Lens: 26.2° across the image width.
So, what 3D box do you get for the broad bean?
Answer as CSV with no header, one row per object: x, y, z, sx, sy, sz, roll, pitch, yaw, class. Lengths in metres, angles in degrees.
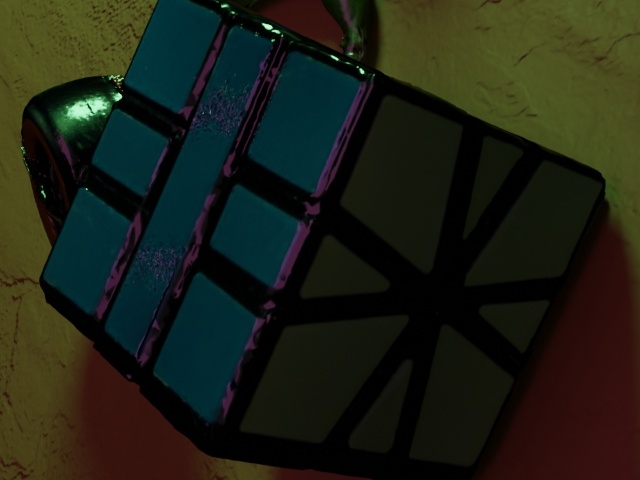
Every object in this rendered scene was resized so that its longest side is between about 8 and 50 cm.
-0.042,-0.237,1.354,0.292,0.049,0.144,21,94,47,broad bean

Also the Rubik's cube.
0.000,0.000,1.062,0.283,0.293,0.288,32,102,49,Rubik's cube

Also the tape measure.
-0.216,-0.058,1.380,0.223,0.135,0.202,61,159,24,tape measure
